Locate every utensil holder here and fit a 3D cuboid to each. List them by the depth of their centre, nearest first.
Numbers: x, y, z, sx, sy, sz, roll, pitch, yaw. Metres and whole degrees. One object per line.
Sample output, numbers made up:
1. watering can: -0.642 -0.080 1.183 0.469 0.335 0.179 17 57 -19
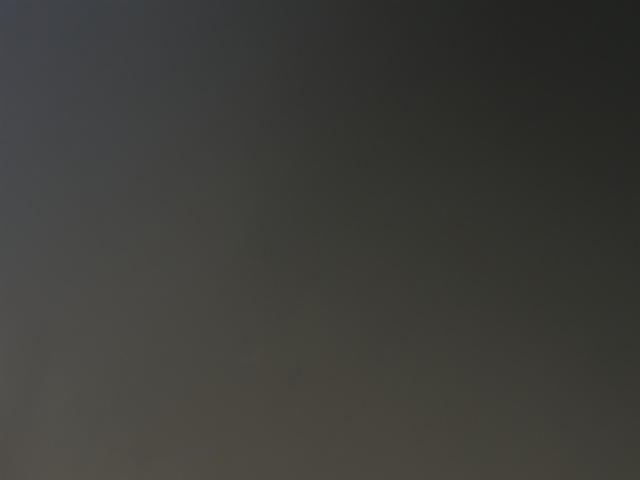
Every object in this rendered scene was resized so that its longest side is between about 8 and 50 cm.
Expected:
1. utensil holder: 0.125 -0.062 0.316 0.327 0.328 0.385 27 -128 13
